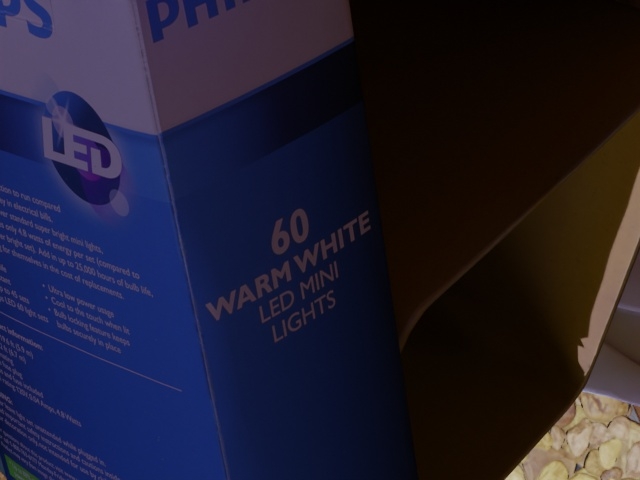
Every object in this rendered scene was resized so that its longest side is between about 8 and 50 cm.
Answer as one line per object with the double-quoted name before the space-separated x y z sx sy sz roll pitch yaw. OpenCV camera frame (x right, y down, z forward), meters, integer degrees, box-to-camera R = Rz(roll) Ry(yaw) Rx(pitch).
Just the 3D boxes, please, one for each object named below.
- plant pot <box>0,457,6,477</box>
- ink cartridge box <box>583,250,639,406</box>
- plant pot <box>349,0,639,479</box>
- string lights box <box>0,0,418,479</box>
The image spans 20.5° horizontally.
"plant pot" -0.104 0.032 1.075 0.293 0.235 0.293 -11 -172 1
"ink cartridge box" 0.170 0.011 1.171 0.285 0.166 0.395 12 180 -9
"plant pot" 0.000 0.000 0.697 0.187 0.212 0.212 33 -132 20
"string lights box" -0.048 0.021 0.540 0.077 0.259 0.133 -30 -146 -35
